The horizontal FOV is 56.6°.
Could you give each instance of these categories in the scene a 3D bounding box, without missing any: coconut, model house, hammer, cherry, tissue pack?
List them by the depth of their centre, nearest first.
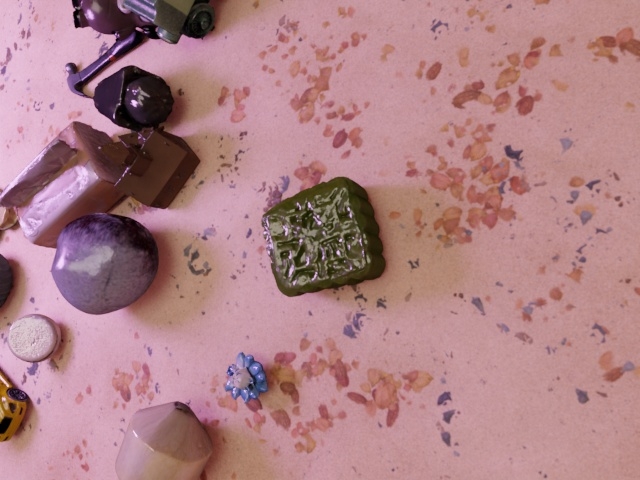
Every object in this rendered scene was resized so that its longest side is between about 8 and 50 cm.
[{"bbox_3d":[-0.353,0.473,1.358,0.202,0.202,0.222,31,101,27],"label":"coconut"},{"bbox_3d":[-0.458,-0.210,1.467,0.176,0.248,0.181,45,103,24],"label":"model house"},{"bbox_3d":[-0.546,0.057,1.495,0.296,0.218,0.255,-8,73,20],"label":"cherry"},{"bbox_3d":[-0.708,-0.150,1.601,0.305,0.238,0.239,-36,69,19],"label":"tissue pack"},{"bbox_3d":[-0.618,-0.512,1.705,0.289,0.037,0.137,-25,72,22],"label":"hammer"}]

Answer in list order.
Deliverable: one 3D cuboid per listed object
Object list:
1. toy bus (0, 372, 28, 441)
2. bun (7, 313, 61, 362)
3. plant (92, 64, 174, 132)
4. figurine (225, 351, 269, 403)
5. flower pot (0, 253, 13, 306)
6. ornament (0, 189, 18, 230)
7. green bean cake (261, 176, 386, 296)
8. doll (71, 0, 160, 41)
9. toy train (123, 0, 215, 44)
[{"bbox_3d":[-1.000,0.437,1.715,0.331,0.151,0.145,34,97,27],"label":"toy bus"},{"bbox_3d":[-0.797,0.271,1.668,0.138,0.094,0.138,1,87,-11],"label":"bun"},{"bbox_3d":[-0.487,-0.368,1.566,0.256,0.141,0.165,16,91,39],"label":"plant"},{"bbox_3d":[-0.161,0.316,1.344,0.114,0.079,0.114,-7,74,24],"label":"figurine"},{"bbox_3d":[-1.030,0.137,1.767,0.189,0.157,0.243,41,104,23],"label":"flower pot"},{"bbox_3d":[-1.018,-0.094,1.847,0.201,0.059,0.180,-30,68,23],"label":"ornament"},{"bbox_3d":[0.000,0.000,1.276,0.248,0.125,0.222,-20,75,24],"label":"green bean cake"},{"bbox_3d":[-0.530,-0.626,1.594,0.257,0.117,0.182,-5,92,-8],"label":"doll"},{"bbox_3d":[-0.348,-0.646,1.473,0.166,0.238,0.299,33,100,23],"label":"toy train"}]
